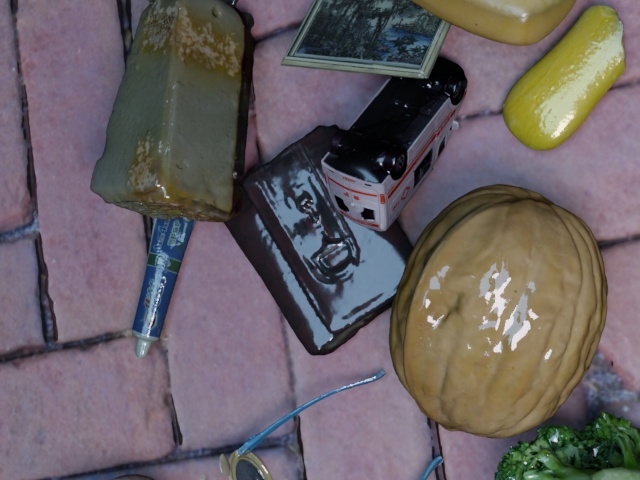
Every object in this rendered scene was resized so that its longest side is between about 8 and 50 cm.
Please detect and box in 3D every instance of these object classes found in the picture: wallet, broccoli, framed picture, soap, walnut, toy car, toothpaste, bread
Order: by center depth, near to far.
[{"bbox_3d":[0.281,0.283,1.095,0.269,0.241,0.261,25,63,26],"label":"broccoli"},{"bbox_3d":[0.175,0.075,1.187,0.225,0.225,0.261,24,99,25],"label":"walnut"},{"bbox_3d":[0.270,-0.172,1.267,0.168,0.033,0.089,-46,71,13],"label":"soap"},{"bbox_3d":[0.177,-0.291,1.282,0.217,0.098,0.147,35,72,20],"label":"bread"},{"bbox_3d":[0.091,-0.111,1.306,0.089,0.108,0.210,21,58,29],"label":"toy car"},{"bbox_3d":[0.060,-0.246,1.346,0.183,0.011,0.142,10,58,25],"label":"framed picture"},{"bbox_3d":[0.000,0.000,1.363,0.182,0.049,0.229,-37,72,14],"label":"wallet"},{"bbox_3d":[-0.200,0.050,1.456,0.057,0.035,0.197,13,88,10],"label":"toothpaste"}]

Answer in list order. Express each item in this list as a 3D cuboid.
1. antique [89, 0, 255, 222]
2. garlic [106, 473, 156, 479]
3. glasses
[{"bbox_3d":[-0.162,-0.169,1.393,0.150,0.125,0.284,0,77,45],"label":"antique"},{"bbox_3d":[-0.287,0.368,1.373,0.256,0.207,0.207,6,86,32],"label":"garlic"},{"bbox_3d":[0.021,0.269,1.330,0.220,0.088,0.190,-34,69,-4],"label":"glasses"}]
